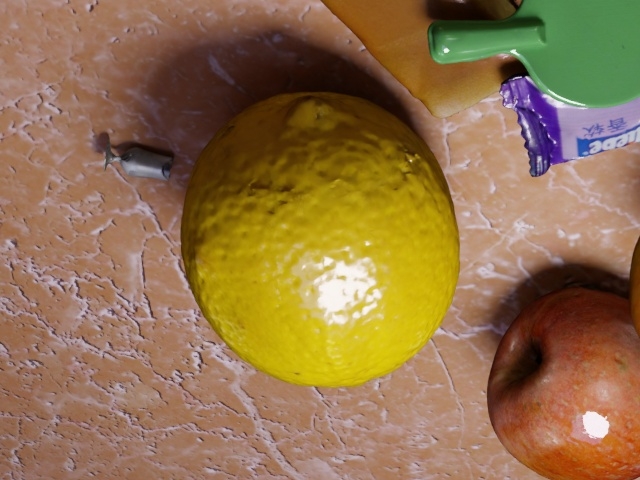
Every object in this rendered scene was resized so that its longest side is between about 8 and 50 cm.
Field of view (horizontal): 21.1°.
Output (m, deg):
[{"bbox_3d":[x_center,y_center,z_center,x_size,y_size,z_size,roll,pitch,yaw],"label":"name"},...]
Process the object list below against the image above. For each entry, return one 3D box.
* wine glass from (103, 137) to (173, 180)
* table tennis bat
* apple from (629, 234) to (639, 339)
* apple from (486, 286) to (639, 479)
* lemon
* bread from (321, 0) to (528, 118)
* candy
[{"bbox_3d":[-0.217,-0.096,2.049,0.083,0.042,0.039,10,176,0],"label":"wine glass"},{"bbox_3d":[0.233,-0.208,1.718,0.257,0.039,0.160,-6,97,-8],"label":"table tennis bat"},{"bbox_3d":[0.473,0.059,1.839,0.301,0.301,0.301,8,138,7],"label":"apple"},{"bbox_3d":[0.327,0.180,2.039,0.253,0.253,0.253,8,138,7],"label":"apple"},{"bbox_3d":[-0.001,-0.001,1.900,0.336,0.336,0.336,8,138,7],"label":"lemon"},{"bbox_3d":[0.065,-0.279,1.742,0.138,0.077,0.361,-25,126,35],"label":"bread"},{"bbox_3d":[0.327,-0.152,1.794,0.275,0.070,0.145,-17,137,1],"label":"candy"}]
